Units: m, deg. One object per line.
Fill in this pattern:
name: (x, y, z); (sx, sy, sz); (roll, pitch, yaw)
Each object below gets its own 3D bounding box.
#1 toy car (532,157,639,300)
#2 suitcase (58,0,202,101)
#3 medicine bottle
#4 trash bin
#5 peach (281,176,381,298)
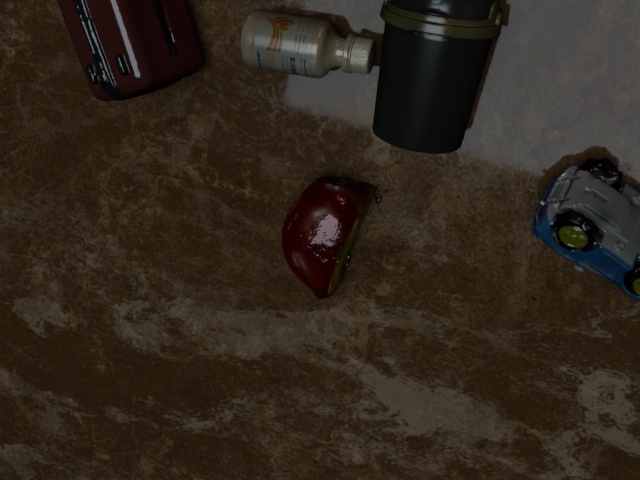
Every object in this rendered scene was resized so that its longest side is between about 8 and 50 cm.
toy car: (0.540, -0.001, 1.475); (0.314, 0.198, 0.166); (33, 148, 0)
suitcase: (-0.373, -0.435, 1.565); (0.161, 0.236, 0.297); (-9, 106, 31)
medicine bottle: (-0.021, -0.372, 1.543); (0.252, 0.114, 0.114); (12, 112, 12)
trash bin: (0.202, -0.341, 1.434); (0.214, 0.214, 0.334); (17, 117, 11)
peach: (-0.005, -0.005, 1.654); (0.153, 0.159, 0.267); (28, 117, 12)
